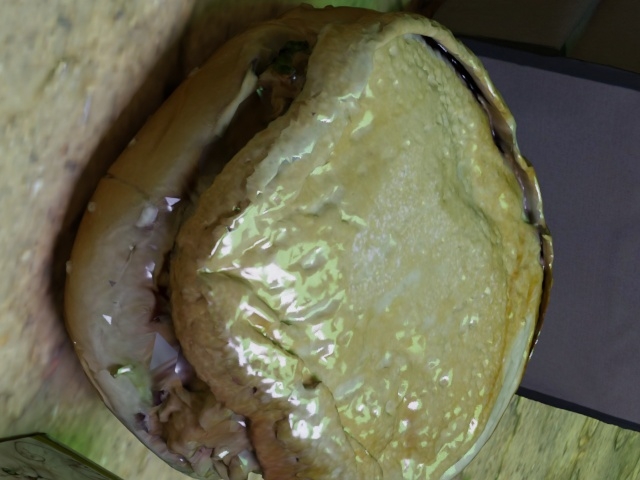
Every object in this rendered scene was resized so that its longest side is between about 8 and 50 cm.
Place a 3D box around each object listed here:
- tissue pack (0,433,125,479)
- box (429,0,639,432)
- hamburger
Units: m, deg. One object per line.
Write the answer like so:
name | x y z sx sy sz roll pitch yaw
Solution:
tissue pack | -0.104 0.165 0.648 0.099 0.149 0.106 -5 115 -60
box | 0.159 -0.041 0.905 0.153 0.188 0.252 -51 147 -41
hamburger | 0.009 0.006 0.729 0.286 0.146 0.243 -10 111 -47
